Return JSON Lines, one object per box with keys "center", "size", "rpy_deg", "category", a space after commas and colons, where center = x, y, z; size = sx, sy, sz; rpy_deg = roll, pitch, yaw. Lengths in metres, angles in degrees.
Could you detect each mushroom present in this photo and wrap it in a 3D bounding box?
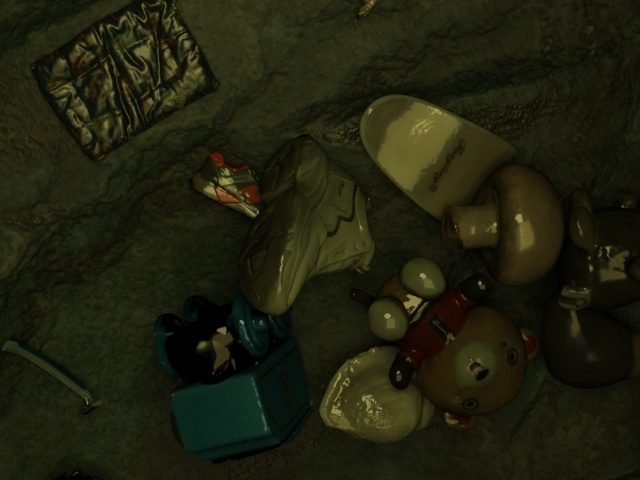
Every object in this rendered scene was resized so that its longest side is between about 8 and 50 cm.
{"center": [0.294, -0.024, 1.798], "size": [0.204, 0.204, 0.204], "rpy_deg": [-2, 106, -6], "category": "mushroom"}

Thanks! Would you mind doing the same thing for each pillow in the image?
{"center": [-0.311, -0.262, 1.753], "size": [0.255, 0.034, 0.189], "rpy_deg": [-30, 106, 3], "category": "pillow"}

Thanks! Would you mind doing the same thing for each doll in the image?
{"center": [0.568, 0.071, 1.877], "size": [0.382, 0.252, 0.379], "rpy_deg": [6, 137, -5], "category": "doll"}
{"center": [0.208, 0.164, 1.857], "size": [0.330, 0.174, 0.235], "rpy_deg": [43, 86, -19], "category": "doll"}

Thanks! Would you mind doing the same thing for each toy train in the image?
{"center": [-0.129, 0.206, 1.770], "size": [0.188, 0.300, 0.265], "rpy_deg": [-16, 94, 13], "category": "toy train"}

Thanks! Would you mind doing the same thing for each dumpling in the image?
{"center": [0.104, 0.264, 1.902], "size": [0.215, 0.126, 0.167], "rpy_deg": [4, 89, -4], "category": "dumpling"}

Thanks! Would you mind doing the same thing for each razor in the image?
{"center": [-0.456, 0.226, 1.873], "size": [0.191, 0.037, 0.068], "rpy_deg": [40, 139, -11], "category": "razor"}

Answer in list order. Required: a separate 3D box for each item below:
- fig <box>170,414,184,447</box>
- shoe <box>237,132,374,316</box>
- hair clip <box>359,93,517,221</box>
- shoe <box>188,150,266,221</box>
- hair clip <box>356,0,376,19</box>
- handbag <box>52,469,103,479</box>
{"center": [-0.221, 0.327, 1.909], "size": [0.088, 0.074, 0.074], "rpy_deg": [31, 101, 9], "category": "fig"}
{"center": [0.000, 0.000, 1.730], "size": [0.210, 0.342, 0.132], "rpy_deg": [35, 133, -22], "category": "shoe"}
{"center": [0.181, -0.145, 1.797], "size": [0.282, 0.113, 0.172], "rpy_deg": [34, 100, -14], "category": "hair clip"}
{"center": [-0.115, -0.078, 1.808], "size": [0.194, 0.074, 0.077], "rpy_deg": [27, 96, -10], "category": "shoe"}
{"center": [0.126, -0.438, 1.739], "size": [0.214, 0.062, 0.056], "rpy_deg": [-40, 94, 4], "category": "hair clip"}
{"center": [-0.389, 0.514, 1.921], "size": [0.162, 0.113, 0.260], "rpy_deg": [-41, 107, 12], "category": "handbag"}
